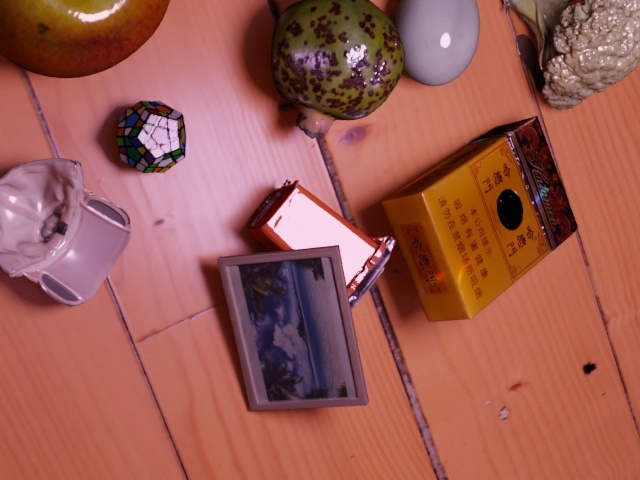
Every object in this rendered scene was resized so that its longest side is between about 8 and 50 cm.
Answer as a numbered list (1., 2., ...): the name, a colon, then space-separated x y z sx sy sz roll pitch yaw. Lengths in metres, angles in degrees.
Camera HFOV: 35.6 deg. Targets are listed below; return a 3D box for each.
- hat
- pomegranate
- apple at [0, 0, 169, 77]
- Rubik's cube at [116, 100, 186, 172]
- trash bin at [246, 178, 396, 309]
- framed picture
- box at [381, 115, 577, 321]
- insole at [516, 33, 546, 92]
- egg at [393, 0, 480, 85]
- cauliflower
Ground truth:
1. hat: -0.449 -0.016 1.711 0.219 0.164 0.226 -57 149 -11
2. pomegranate: 0.021 -0.318 1.811 0.254 0.254 0.270 21 97 -22
3. apple: -0.400 -0.429 1.592 0.340 0.339 0.339 -1 92 -23
4. Rubik's cube: -0.295 -0.182 1.746 0.112 0.133 0.133 40 76 -45
5. trash bin: 0.000 0.000 1.855 0.239 0.161 0.184 44 76 -15
6. framed picture: -0.050 0.165 1.813 0.232 0.024 0.315 -6 109 16
7. box: 0.323 -0.051 1.944 0.415 0.116 0.264 -31 103 -39
8. insole: 0.450 -0.375 2.112 0.045 0.002 0.135 -30 103 -19
9. egg: 0.224 -0.413 1.926 0.168 0.168 0.230 7 84 -23
10. cauliflower: 0.539 -0.430 2.026 0.260 0.281 0.327 9 132 -38
